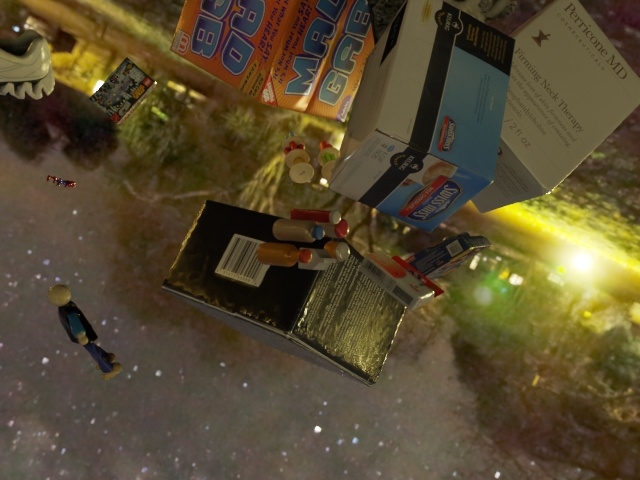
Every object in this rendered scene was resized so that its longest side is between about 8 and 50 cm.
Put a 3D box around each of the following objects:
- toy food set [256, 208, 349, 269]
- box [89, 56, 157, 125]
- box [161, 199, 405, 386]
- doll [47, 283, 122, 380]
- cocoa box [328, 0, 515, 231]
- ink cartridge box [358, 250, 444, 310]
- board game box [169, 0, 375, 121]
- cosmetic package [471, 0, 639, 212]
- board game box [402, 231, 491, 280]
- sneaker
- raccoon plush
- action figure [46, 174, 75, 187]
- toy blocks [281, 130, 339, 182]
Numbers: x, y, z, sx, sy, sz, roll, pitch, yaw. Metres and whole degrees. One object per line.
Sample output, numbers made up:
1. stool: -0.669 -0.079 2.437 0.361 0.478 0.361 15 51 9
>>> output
1. toy food set: 0.000 0.000 1.224 0.104 0.111 0.232 4 179 38
2. box: -0.472 -0.357 1.590 0.094 0.137 0.027 40 177 3
3. box: -0.087 0.150 1.863 0.479 0.298 0.472 15 162 36
4. doll: -0.409 0.151 1.130 0.129 0.046 0.189 31 150 50
5. cocoa box: 0.193 -0.238 1.246 0.227 0.347 0.231 23 151 -12
6. ink cartridge box: 0.184 0.073 1.405 0.145 0.045 0.179 38 -151 22
7. board game box: -0.095 -0.559 1.705 0.356 0.357 0.356 35 -160 31
8. cosmetic package: 0.509 -0.331 1.672 0.329 0.393 0.327 49 165 -4
9. board game box: 0.294 0.038 1.561 0.194 0.194 0.060 -5 -116 -58
10. sneaker: -0.611 -0.302 1.147 0.292 0.118 0.110 -21 -117 -36
11. raccoon plush: 0.270 -0.478 1.521 0.298 0.216 0.446 -10 168 5
12. action figure: -0.785 -0.176 2.022 0.038 0.030 0.115 11 -179 16
13. toy blocks: -0.019 -0.191 1.446 0.123 0.054 0.148 -5 -138 -11
